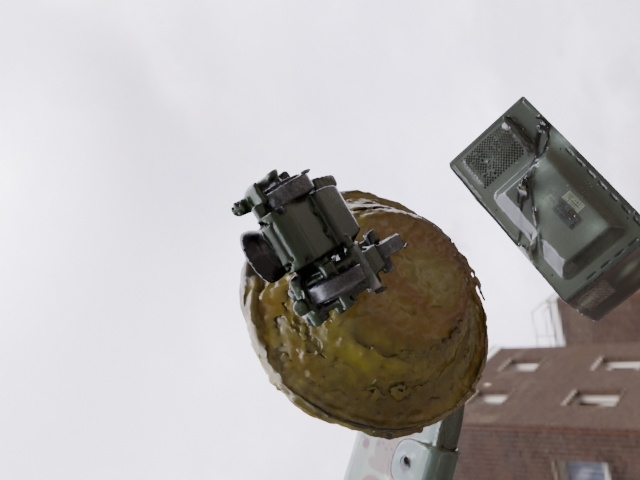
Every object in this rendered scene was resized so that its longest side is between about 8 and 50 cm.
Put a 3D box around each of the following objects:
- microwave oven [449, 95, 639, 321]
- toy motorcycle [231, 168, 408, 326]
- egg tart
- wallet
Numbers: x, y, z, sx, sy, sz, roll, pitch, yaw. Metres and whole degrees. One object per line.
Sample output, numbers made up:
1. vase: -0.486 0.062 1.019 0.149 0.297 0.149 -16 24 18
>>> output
1. microwave oven: 0.549 -0.067 1.819 0.374 0.236 0.432 25 -154 -57
2. toy motorcycle: 0.000 0.000 1.039 0.205 0.127 0.275 59 -156 1
3. egg tart: 0.092 0.091 1.267 0.444 0.178 0.442 10 -121 -17
4. wallet: 0.151 0.401 1.477 0.083 0.252 0.360 22 -100 -36
